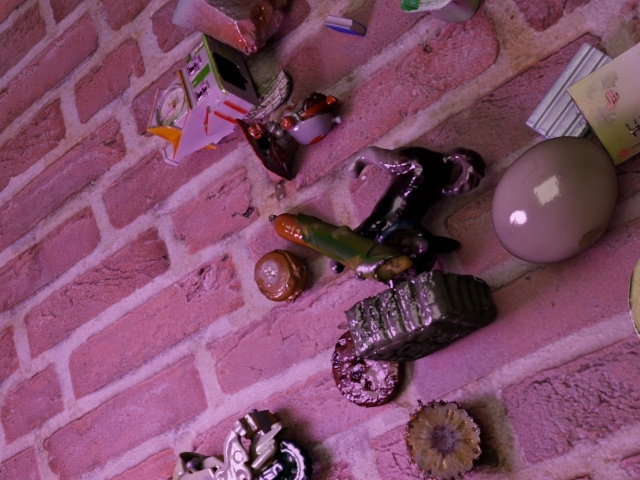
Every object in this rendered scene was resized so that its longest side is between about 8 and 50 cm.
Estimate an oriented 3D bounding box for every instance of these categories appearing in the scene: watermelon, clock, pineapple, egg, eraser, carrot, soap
[{"bbox_3d":[-0.222,-0.642,2.164,0.302,0.151,0.264,29,57,27],"label":"watermelon"},{"bbox_3d":[-0.335,-0.352,2.222,0.309,0.166,0.235,-42,49,26],"label":"clock"},{"bbox_3d":[0.244,0.421,1.742,0.161,0.137,0.176,-6,70,-8],"label":"pineapple"},{"bbox_3d":[0.448,-0.075,1.606,0.219,0.219,0.269,44,126,32],"label":"egg"},{"bbox_3d":[0.061,-0.525,2.045,0.085,0.063,0.027,22,98,36],"label":"eraser"},{"bbox_3d":[0.000,0.000,2.011,0.336,0.069,0.069,24,97,32],"label":"carrot"},{"bbox_3d":[0.521,-0.281,1.680,0.119,0.066,0.198,43,108,28],"label":"soap"}]

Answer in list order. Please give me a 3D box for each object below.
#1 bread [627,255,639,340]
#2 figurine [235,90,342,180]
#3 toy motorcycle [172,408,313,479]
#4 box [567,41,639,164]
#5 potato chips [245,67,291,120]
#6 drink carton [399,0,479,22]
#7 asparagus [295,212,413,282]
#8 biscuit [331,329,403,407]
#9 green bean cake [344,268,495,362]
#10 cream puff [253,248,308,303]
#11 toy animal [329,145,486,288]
[{"bbox_3d":[0.705,0.105,1.506,0.301,0.045,0.301,-7,78,37],"label":"bread"},{"bbox_3d":[-0.052,-0.282,2.037,0.226,0.183,0.160,-35,73,13],"label":"figurine"},{"bbox_3d":[-0.207,0.566,2.014,0.410,0.169,0.237,-36,70,20],"label":"toy motorcycle"},{"bbox_3d":[0.620,-0.282,1.563,0.260,0.062,0.175,-33,84,18],"label":"box"},{"bbox_3d":[-0.153,-0.365,2.194,0.207,0.028,0.092,-33,65,27],"label":"potato chips"},{"bbox_3d":[0.277,-0.557,1.849,0.144,0.142,0.146,6,86,38],"label":"drink carton"},{"bbox_3d":[0.050,0.012,1.736,0.343,0.082,0.085,22,98,43],"label":"asparagus"},{"bbox_3d":[0.107,0.284,1.900,0.192,0.049,0.192,-5,80,30],"label":"biscuit"},{"bbox_3d":[0.211,0.157,1.727,0.255,0.241,0.132,-27,67,29],"label":"green bean cake"},{"bbox_3d":[-0.092,0.087,2.037,0.144,0.103,0.126,31,96,35],"label":"cream puff"},{"bbox_3d":[0.197,-0.050,1.796,0.303,0.194,0.344,6,85,36],"label":"toy animal"}]
